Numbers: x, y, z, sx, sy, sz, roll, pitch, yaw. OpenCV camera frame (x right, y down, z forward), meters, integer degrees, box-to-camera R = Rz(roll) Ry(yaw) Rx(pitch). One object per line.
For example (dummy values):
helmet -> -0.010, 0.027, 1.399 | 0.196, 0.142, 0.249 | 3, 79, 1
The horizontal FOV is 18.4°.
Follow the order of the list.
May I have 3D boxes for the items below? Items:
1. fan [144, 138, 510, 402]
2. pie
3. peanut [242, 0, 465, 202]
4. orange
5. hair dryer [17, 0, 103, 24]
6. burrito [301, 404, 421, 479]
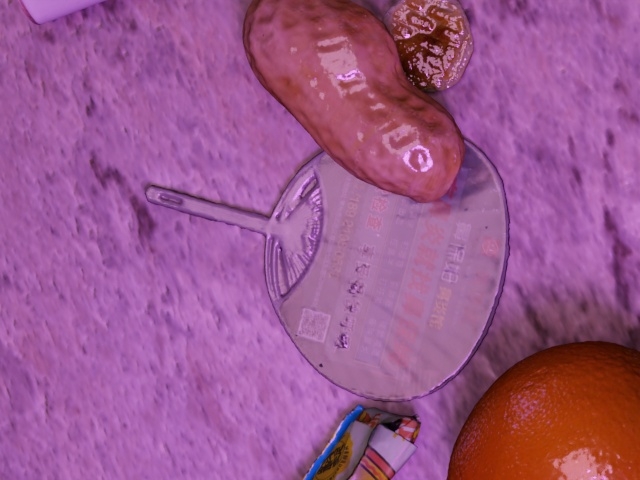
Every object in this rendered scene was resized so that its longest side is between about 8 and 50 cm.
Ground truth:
fan -> 0.017, 0.029, 1.615 | 0.294, 0.012, 0.223 | -14, 87, 12
pie -> 0.086, -0.161, 1.600 | 0.084, 0.020, 0.084 | 0, 89, 12
peanut -> 0.026, -0.121, 1.563 | 0.226, 0.095, 0.108 | 49, 124, 16
orange -> 0.193, 0.178, 1.484 | 0.206, 0.206, 0.206 | 0, 88, 12
hair dryer -> -0.211, -0.310, 1.656 | 0.131, 0.073, 0.236 | -19, 76, 10
burrito -> -0.028, 0.243, 1.581 | 0.054, 0.104, 0.288 | 40, 81, -31
